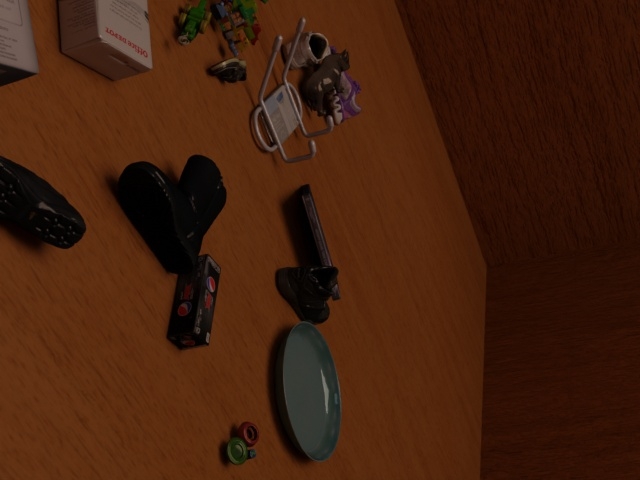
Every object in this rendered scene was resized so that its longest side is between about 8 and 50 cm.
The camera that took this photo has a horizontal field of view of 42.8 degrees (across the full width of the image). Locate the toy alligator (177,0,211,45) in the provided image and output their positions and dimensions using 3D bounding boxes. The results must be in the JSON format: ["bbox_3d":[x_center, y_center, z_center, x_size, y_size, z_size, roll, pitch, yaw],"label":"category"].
[{"bbox_3d":[-0.269,-0.437,1.693,0.190,0.056,0.051,-79,-171,-46],"label":"toy alligator"}]

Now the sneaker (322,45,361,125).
[{"bbox_3d":[0.066,-0.469,2.452,0.095,0.104,0.237,-178,-103,-86],"label":"sneaker"}]

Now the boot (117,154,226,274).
[{"bbox_3d":[-0.257,-0.091,1.459,0.207,0.094,0.247,-74,152,-44],"label":"boot"}]

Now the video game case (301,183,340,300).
[{"bbox_3d":[0.000,0.000,2.080,0.196,0.026,0.274,-97,172,-79],"label":"video game case"}]

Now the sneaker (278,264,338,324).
[{"bbox_3d":[-0.001,0.131,1.949,0.228,0.130,0.087,57,30,-48],"label":"sneaker"}]

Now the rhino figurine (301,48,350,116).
[{"bbox_3d":[0.026,-0.470,2.339,0.243,0.073,0.106,-56,134,-31],"label":"rhino figurine"}]

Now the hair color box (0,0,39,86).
[{"bbox_3d":[-0.486,-0.391,1.022,0.185,0.113,0.375,-2,81,-69],"label":"hair color box"}]

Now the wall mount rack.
[{"bbox_3d":[-0.074,-0.371,2.036,0.350,0.130,0.304,-62,135,-61],"label":"wall mount rack"}]

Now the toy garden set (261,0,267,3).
[{"bbox_3d":[-0.217,-0.652,1.792,0.203,0.049,0.244,41,-1,25],"label":"toy garden set"}]

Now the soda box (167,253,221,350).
[{"bbox_3d":[-0.227,0.110,1.477,0.053,0.060,0.169,53,33,-45],"label":"soda box"}]

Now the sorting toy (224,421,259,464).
[{"bbox_3d":[-0.154,0.391,1.549,0.061,0.042,0.102,57,37,-9],"label":"sorting toy"}]

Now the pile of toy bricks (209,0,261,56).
[{"bbox_3d":[-0.185,-0.520,1.825,0.118,0.105,0.212,-110,175,-54],"label":"pile of toy bricks"}]

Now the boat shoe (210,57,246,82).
[{"bbox_3d":[-0.197,-0.378,1.828,0.049,0.056,0.152,70,22,-6],"label":"boat shoe"}]

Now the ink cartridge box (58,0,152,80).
[{"bbox_3d":[-0.363,-0.392,1.371,0.148,0.085,0.203,22,59,-65],"label":"ink cartridge box"}]

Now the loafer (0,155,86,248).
[{"bbox_3d":[-0.413,-0.063,1.101,0.223,0.076,0.078,41,5,-47],"label":"loafer"}]

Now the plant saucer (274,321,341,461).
[{"bbox_3d":[-0.032,0.346,1.869,0.317,0.043,0.318,-13,90,-69],"label":"plant saucer"}]

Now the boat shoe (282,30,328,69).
[{"bbox_3d":[-0.019,-0.544,2.314,0.277,0.096,0.098,-56,129,-63],"label":"boat shoe"}]
